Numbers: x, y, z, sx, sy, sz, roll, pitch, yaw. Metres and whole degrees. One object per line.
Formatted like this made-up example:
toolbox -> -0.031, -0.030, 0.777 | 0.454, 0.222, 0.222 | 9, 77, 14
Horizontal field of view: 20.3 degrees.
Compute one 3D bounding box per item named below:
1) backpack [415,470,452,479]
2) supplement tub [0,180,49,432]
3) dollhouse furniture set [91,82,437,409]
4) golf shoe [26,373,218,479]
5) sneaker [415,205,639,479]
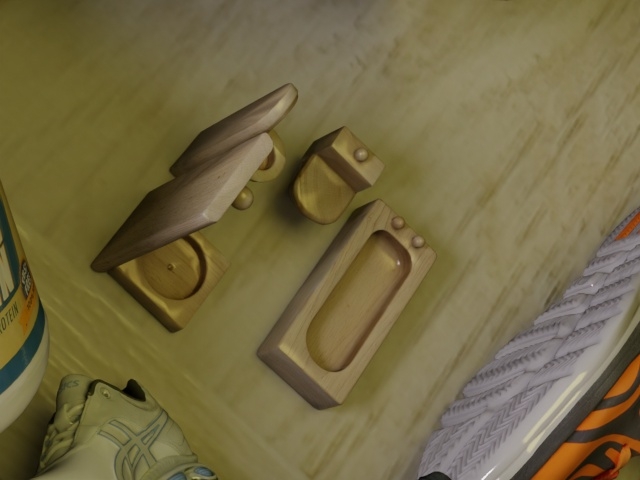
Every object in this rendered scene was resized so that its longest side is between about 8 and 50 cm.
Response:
backpack -> 0.041, 0.249, 0.847 | 0.276, 0.213, 0.263 | -44, 110, -39
supplement tub -> -0.202, -0.013, 0.725 | 0.144, 0.144, 0.199 | -37, 128, -34
dollhouse furniture set -> 0.000, 0.000, 0.936 | 0.151, 0.123, 0.144 | 44, 59, -15
golf shoe -> -0.115, 0.106, 0.843 | 0.086, 0.069, 0.176 | 63, 15, 10
sneaker -> 0.199, 0.107, 1.034 | 0.321, 0.124, 0.180 | -41, 99, -33
